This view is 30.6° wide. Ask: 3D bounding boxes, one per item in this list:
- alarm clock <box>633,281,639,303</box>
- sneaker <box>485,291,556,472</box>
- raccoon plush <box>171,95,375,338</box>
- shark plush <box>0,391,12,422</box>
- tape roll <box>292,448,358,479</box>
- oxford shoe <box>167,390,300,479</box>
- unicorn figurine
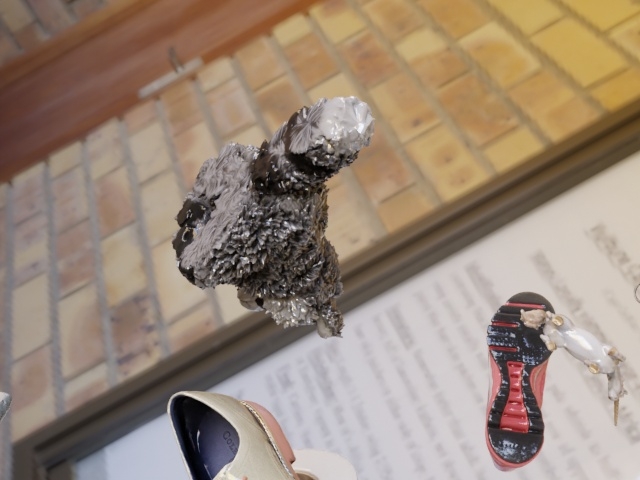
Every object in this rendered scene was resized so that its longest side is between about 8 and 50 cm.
[{"bbox_3d":[0.558,0.073,1.717,0.064,0.192,0.129,38,52,-63],"label":"alarm clock"},{"bbox_3d":[0.318,0.237,1.951,0.136,0.116,0.313,91,11,-64],"label":"sneaker"},{"bbox_3d":[0.000,0.000,1.645,0.299,0.446,0.216,28,62,-29],"label":"raccoon plush"},{"bbox_3d":[-0.466,0.276,1.603,0.067,0.073,0.161,25,41,-30],"label":"shark plush"},{"bbox_3d":[-0.044,0.448,1.752,0.246,0.246,0.169,-114,-170,-69],"label":"tape roll"},{"bbox_3d":[-0.068,0.327,1.347,0.146,0.140,0.397,33,10,-48],"label":"oxford shoe"},{"bbox_3d":[0.294,0.126,1.290,0.162,0.060,0.111,51,7,13],"label":"unicorn figurine"}]
